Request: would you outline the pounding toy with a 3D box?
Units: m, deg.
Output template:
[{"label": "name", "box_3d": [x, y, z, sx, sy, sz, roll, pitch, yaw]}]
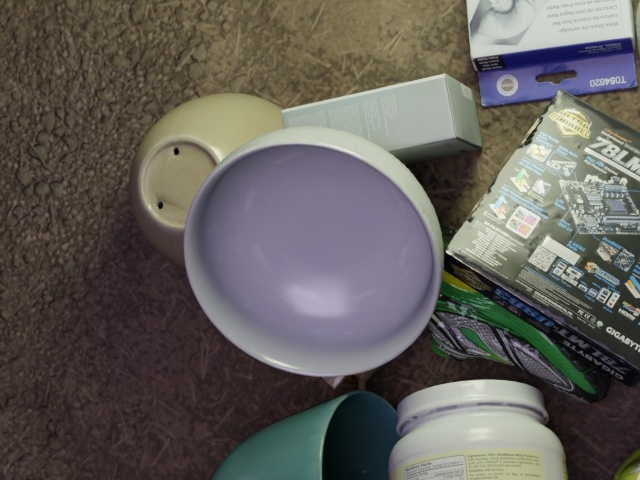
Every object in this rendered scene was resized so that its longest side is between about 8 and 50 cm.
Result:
[{"label": "pounding toy", "box_3d": [0.051, 0.167, 1.820, 0.100, 0.130, 0.141, 41, 98, 21]}]

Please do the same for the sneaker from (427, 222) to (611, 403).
[{"label": "sneaker", "box_3d": [0.242, 0.116, 1.765, 0.343, 0.134, 0.146, 34, 119, 15]}]

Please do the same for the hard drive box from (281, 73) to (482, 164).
[{"label": "hard drive box", "box_3d": [0.088, -0.150, 1.770, 0.232, 0.181, 0.089, -10, 86, 17]}]

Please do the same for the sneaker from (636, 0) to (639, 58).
[{"label": "sneaker", "box_3d": [0.477, -0.233, 1.707, 0.094, 0.080, 0.212, -13, 93, 6]}]

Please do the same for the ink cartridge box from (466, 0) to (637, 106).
[{"label": "ink cartridge box", "box_3d": [0.312, -0.307, 1.766, 0.223, 0.045, 0.224, -6, 89, 18]}]

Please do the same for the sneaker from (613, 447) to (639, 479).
[{"label": "sneaker", "box_3d": [0.404, 0.390, 1.719, 0.126, 0.091, 0.240, 40, 113, 2]}]

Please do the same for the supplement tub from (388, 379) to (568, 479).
[{"label": "supplement tub", "box_3d": [0.208, 0.365, 1.666, 0.235, 0.235, 0.325, -11, 64, 18]}]

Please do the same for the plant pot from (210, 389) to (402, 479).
[{"label": "plant pot", "box_3d": [-0.016, 0.373, 1.761, 0.235, 0.293, 0.293, -18, 85, 29]}]

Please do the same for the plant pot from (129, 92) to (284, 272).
[{"label": "plant pot", "box_3d": [-0.160, -0.076, 1.846, 0.284, 0.191, 0.284, 0, 91, 18]}]

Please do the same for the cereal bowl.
[{"label": "cereal bowl", "box_3d": [0.000, 0.000, 1.675, 0.338, 0.141, 0.339, 6, 120, 11]}]

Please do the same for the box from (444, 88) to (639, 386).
[{"label": "box", "box_3d": [0.357, -0.010, 1.677, 0.295, 0.073, 0.293, 32, 70, 14]}]
